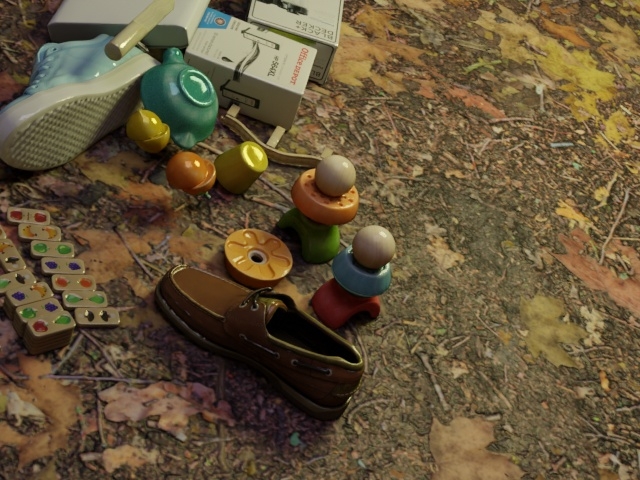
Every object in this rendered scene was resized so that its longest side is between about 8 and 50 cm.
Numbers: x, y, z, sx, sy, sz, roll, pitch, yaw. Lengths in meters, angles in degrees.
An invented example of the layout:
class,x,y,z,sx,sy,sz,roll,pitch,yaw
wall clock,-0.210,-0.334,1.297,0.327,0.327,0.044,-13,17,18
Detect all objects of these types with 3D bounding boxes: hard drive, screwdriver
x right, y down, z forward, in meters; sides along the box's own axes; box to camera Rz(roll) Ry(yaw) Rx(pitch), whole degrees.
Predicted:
class,x,y,z,sx,sy,sz,roll,pitch,yaw
hard drive,-0.294,-0.438,2.063,0.233,0.047,0.353,3,40,10
screwdriver,-0.255,-0.270,1.941,0.170,0.024,0.025,46,77,-19

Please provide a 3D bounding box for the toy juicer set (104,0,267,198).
class,x,y,z,sx,sy,sz,roll,pitch,yaw
toy juicer set,-0.231,-0.200,1.795,0.209,0.089,0.329,-26,85,-50

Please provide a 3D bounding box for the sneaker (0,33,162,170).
class,x,y,z,sx,sy,sz,roll,pitch,yaw
sneaker,-0.387,-0.214,1.784,0.150,0.135,0.366,33,30,12

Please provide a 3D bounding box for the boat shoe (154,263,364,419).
class,x,y,z,sx,sy,sz,roll,pitch,yaw
boat shoe,-0.075,0.107,1.600,0.307,0.104,0.111,31,41,8

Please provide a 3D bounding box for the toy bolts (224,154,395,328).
class,x,y,z,sx,sy,sz,roll,pitch,yaw
toy bolts,0.000,0.000,1.708,0.218,0.158,0.228,-19,56,-39

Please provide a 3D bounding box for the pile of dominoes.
class,x,y,z,sx,sy,sz,roll,pitch,yaw
pile of dominoes,-0.393,0.037,1.574,0.196,0.040,0.251,-16,55,-37

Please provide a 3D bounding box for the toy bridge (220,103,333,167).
class,x,y,z,sx,sy,sz,roll,pitch,yaw
toy bridge,-0.075,-0.158,1.942,0.188,0.026,0.063,25,42,1

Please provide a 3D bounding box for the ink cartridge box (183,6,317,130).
class,x,y,z,sx,sy,sz,roll,pitch,yaw
ink cartridge box,-0.120,-0.285,2.010,0.203,0.086,0.148,19,41,-5

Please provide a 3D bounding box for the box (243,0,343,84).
class,x,y,z,sx,sy,sz,roll,pitch,yaw
box,-0.046,-0.417,2.184,0.169,0.087,0.290,17,41,-8
